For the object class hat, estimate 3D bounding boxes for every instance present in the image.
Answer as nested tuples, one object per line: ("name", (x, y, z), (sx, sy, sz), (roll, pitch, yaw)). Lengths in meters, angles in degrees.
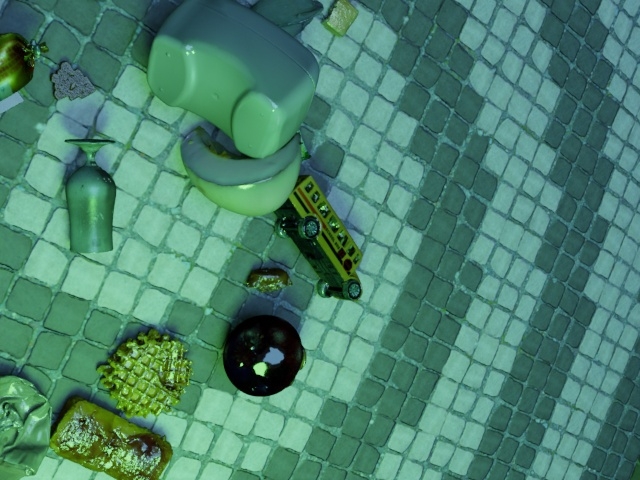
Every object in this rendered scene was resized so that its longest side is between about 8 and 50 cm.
("hat", (-0.683, 0.390, 1.515), (0.244, 0.149, 0.214), (-19, 109, 13))

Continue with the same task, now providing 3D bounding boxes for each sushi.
("sushi", (-0.122, 0.099, 1.795), (0.117, 0.061, 0.060), (2, 106, -10))

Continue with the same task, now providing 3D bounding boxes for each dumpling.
("dumpling", (-0.069, -0.502, 1.686), (0.216, 0.149, 0.105), (-31, 152, -29))

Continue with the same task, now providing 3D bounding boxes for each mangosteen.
("mangosteen", (-0.121, 0.276, 1.759), (0.230, 0.194, 0.194), (33, 80, -56))

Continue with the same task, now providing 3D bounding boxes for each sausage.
("sausage", (-0.654, -0.302, 1.387), (0.317, 0.117, 0.125), (-35, 127, -20))

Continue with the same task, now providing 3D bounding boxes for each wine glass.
("wine glass", (-0.473, -0.091, 1.536), (0.103, 0.103, 0.231), (-2, 101, -29))

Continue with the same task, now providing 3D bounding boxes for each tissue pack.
("tissue pack", (-0.169, -0.354, 1.550), (0.333, 0.229, 0.236), (32, 55, 1))

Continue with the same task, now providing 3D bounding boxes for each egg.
("egg", (-0.167, -0.135, 1.654), (0.270, 0.206, 0.162), (-3, 138, 3))

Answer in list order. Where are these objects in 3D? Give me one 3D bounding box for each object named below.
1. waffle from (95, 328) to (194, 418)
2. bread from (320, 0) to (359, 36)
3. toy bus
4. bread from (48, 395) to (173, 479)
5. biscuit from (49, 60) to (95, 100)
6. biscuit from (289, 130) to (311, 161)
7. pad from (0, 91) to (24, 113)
("waffle", (-0.380, 0.299, 1.666), (0.197, 0.070, 0.193), (-32, 111, -22))
("bread", (0.049, -0.540, 1.804), (0.070, 0.035, 0.083), (29, 90, -29))
("toy bus", (0.000, 0.000, 1.811), (0.123, 0.121, 0.336), (-48, 117, -28))
("bread", (-0.457, 0.446, 1.641), (0.271, 0.077, 0.139), (38, 77, -28))
("biscuit", (-0.508, -0.322, 1.530), (0.092, 0.016, 0.082), (10, 88, -31))
("biscuit", (-0.057, -0.232, 1.800), (0.046, 0.016, 0.089), (-31, 112, -24))
("pad", (-0.687, -0.273, 1.442), (0.187, 0.006, 0.113), (-36, 114, -20))
